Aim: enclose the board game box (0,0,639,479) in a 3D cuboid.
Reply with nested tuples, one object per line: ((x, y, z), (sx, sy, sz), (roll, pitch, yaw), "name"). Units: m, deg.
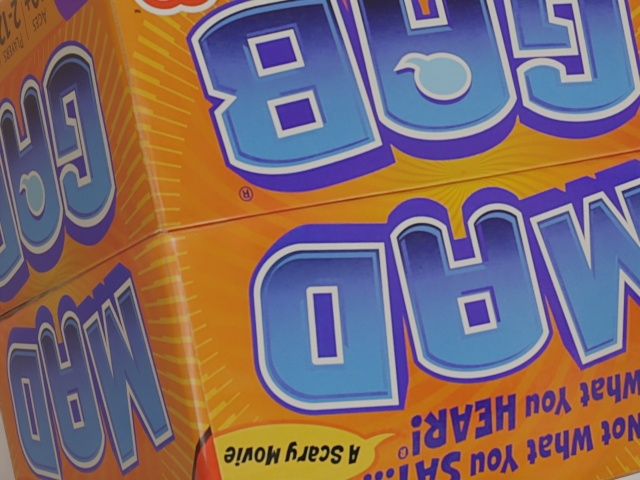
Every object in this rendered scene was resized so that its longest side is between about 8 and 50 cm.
((0.000, 0.000, 1.088), (0.356, 0.356, 0.356), (-23, -102, 63), "board game box")
